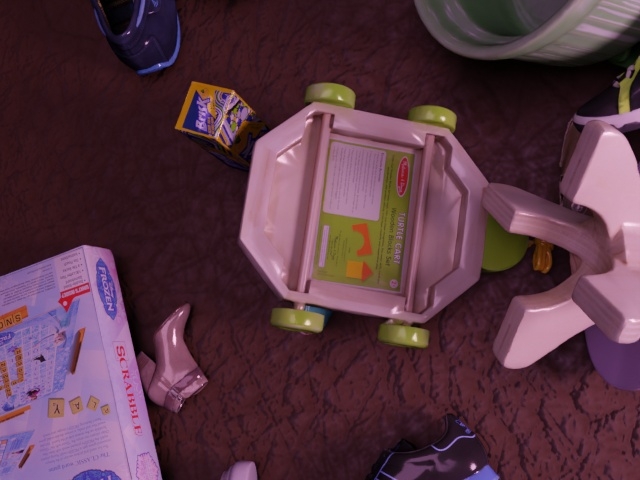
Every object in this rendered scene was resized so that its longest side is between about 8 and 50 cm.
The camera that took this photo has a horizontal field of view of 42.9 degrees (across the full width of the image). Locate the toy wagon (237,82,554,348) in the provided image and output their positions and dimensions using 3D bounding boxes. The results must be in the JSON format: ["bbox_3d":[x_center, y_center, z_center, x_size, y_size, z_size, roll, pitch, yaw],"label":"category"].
[{"bbox_3d":[0.087,-0.018,0.898,0.345,0.068,0.267,10,80,-10],"label":"toy wagon"}]

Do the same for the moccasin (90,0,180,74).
[{"bbox_3d":[-0.256,-0.388,1.052,0.138,0.117,0.341,-23,77,10],"label":"moccasin"}]

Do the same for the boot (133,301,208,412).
[{"bbox_3d":[-0.171,0.146,0.991,0.087,0.042,0.118,40,96,12],"label":"boot"}]

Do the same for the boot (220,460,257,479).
[{"bbox_3d":[-0.143,0.373,0.916,0.124,0.095,0.258,6,84,8],"label":"boot"}]

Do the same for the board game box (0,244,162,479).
[{"bbox_3d":[-0.370,0.204,1.001,0.319,0.066,0.317,-18,77,17],"label":"board game box"}]

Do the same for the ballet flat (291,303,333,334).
[{"bbox_3d":[0.000,0.000,0.958,0.079,0.077,0.221,14,80,34],"label":"ballet flat"}]

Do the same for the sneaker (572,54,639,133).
[{"bbox_3d":[0.342,-0.187,0.781,0.235,0.084,0.097,-28,102,23],"label":"sneaker"}]

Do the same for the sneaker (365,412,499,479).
[{"bbox_3d":[0.075,0.278,0.890,0.232,0.081,0.090,-31,72,1],"label":"sneaker"}]

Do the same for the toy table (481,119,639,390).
[{"bbox_3d":[0.275,0.020,0.774,0.161,0.252,0.274,4,107,-20],"label":"toy table"}]

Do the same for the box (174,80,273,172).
[{"bbox_3d":[-0.103,-0.125,0.946,0.054,0.169,0.059,17,85,17],"label":"box"}]

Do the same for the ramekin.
[{"bbox_3d":[0.242,-0.324,0.834,0.303,0.148,0.303,-10,77,55],"label":"ramekin"}]

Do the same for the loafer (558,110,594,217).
[{"bbox_3d":[0.293,-0.079,0.901,0.056,0.050,0.147,6,83,15],"label":"loafer"}]

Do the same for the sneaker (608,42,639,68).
[{"bbox_3d":[0.455,-0.244,0.828,0.344,0.134,0.146,-2,79,34],"label":"sneaker"}]
